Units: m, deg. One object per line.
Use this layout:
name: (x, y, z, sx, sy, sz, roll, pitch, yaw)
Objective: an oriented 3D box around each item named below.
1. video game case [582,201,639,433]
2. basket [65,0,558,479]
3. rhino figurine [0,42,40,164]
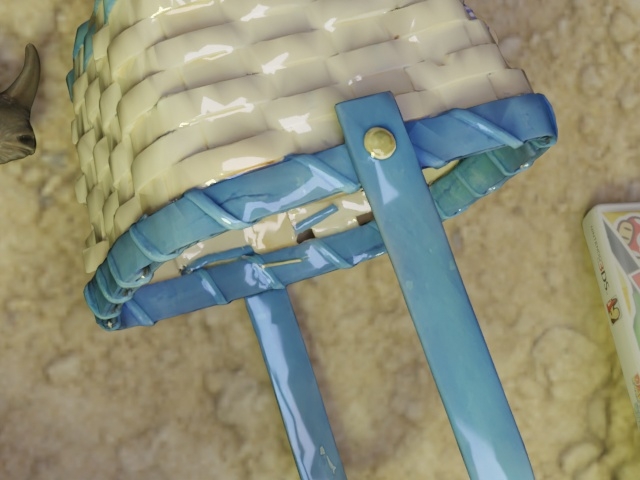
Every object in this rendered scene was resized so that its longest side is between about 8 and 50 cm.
video game case: (0.272, 0.069, 0.852, 0.227, 0.026, 0.206, -3, 64, -17)
basket: (0.000, 0.000, 0.699, 0.201, 0.255, 0.288, -13, 84, -18)
rhino figurine: (-0.226, -0.016, 0.724, 0.243, 0.073, 0.106, -41, 105, -13)
